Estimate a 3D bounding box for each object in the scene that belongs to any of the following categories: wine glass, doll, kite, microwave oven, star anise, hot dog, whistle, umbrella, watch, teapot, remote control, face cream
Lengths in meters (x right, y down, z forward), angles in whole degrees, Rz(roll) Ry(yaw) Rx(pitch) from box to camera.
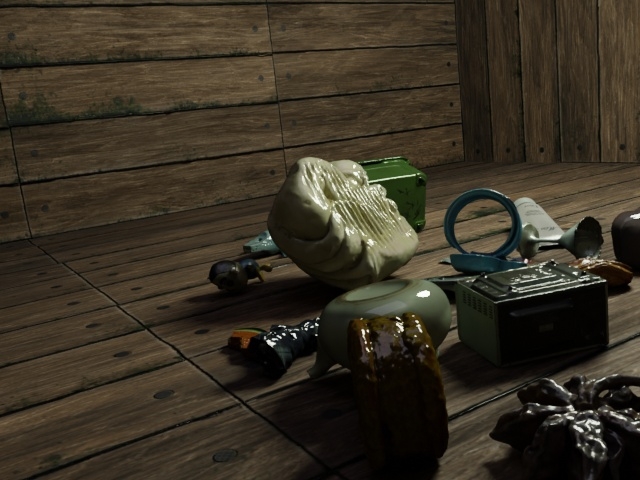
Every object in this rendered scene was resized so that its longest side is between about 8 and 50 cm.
[{"bbox_3d":[0.576,-0.002,1.560,0.122,0.122,0.183,-14,10,-34],"label":"wine glass"},{"bbox_3d":[-0.203,0.089,1.611,0.179,0.089,0.102,-2,-34,-36],"label":"doll"},{"bbox_3d":[0.423,0.050,1.623,0.141,0.015,0.245,-14,10,-29],"label":"kite"},{"bbox_3d":[0.350,0.113,1.072,0.205,0.129,0.163,-10,11,-14],"label":"microwave oven"},{"bbox_3d":[0.312,0.206,0.728,0.209,0.089,0.231,15,35,42],"label":"star anise"},{"bbox_3d":[0.573,0.069,1.330,0.147,0.065,0.099,-8,2,0],"label":"hot dog"},{"bbox_3d":[-0.120,-0.007,2.024,0.274,0.093,0.186,-19,18,-36],"label":"whistle"},{"bbox_3d":[-0.045,0.176,1.145,0.071,0.080,0.224,-40,-12,32],"label":"umbrella"},{"bbox_3d":[0.380,-0.016,1.456,0.211,0.193,0.211,5,-3,0],"label":"watch"},{"bbox_3d":[0.136,0.133,1.030,0.318,0.149,0.220,-18,8,-40],"label":"teapot"},{"bbox_3d":[0.311,0.097,1.384,0.256,0.045,0.097,0,2,43],"label":"remote control"},{"bbox_3d":[0.614,-0.039,1.839,0.143,0.089,0.314,-5,22,8],"label":"face cream"}]

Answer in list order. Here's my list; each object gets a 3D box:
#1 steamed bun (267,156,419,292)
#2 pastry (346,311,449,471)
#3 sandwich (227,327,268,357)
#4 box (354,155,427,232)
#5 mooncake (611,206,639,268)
[{"bbox_3d":[0.034,-0.023,1.543,0.352,0.339,0.247,-26,-15,-49],"label":"steamed bun"},{"bbox_3d":[0.092,0.178,0.779,0.103,0.189,0.189,-9,11,0],"label":"pastry"},{"bbox_3d":[-0.127,0.191,1.187,0.067,0.029,0.135,-17,16,-24],"label":"sandwich"},{"bbox_3d":[0.187,-0.127,2.074,0.328,0.253,0.178,-13,22,-24],"label":"box"},{"bbox_3d":[0.795,-0.009,1.452,0.245,0.133,0.245,-13,11,3],"label":"mooncake"}]
